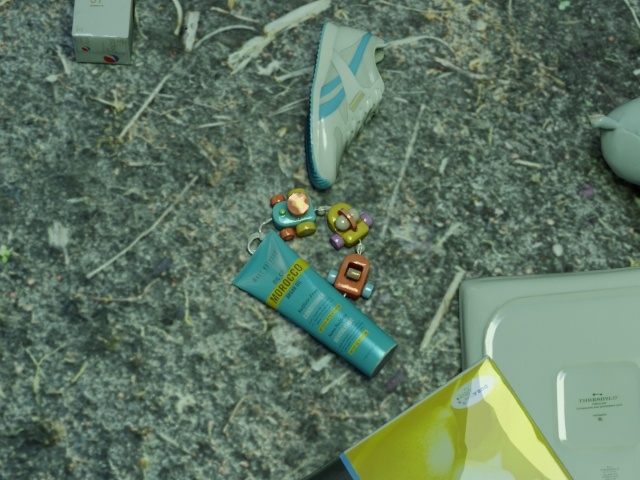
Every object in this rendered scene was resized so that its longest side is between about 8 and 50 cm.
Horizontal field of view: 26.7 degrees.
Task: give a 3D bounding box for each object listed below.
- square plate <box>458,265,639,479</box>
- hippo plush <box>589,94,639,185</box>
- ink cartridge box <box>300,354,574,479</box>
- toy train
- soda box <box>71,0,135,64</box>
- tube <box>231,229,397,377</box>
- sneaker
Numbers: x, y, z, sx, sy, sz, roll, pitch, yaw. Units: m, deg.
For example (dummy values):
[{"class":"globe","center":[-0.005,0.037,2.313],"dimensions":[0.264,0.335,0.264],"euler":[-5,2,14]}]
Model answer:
[{"class":"square plate","center":[0.317,0.187,1.489],"dimensions":[0.347,0.049,0.344],"euler":[-6,69,22]},{"class":"hippo plush","center":[0.466,-0.088,1.657],"dimensions":[0.294,0.234,0.236],"euler":[-50,52,20]},{"class":"ink cartridge box","center":[0.139,0.331,1.421],"dimensions":[0.303,0.072,0.307],"euler":[-34,70,0]},{"class":"toy train","center":[0.000,0.000,1.634],"dimensions":[0.166,0.046,0.125],"euler":[24,67,6]},{"class":"soda box","center":[-0.277,-0.338,1.747],"dimensions":[0.074,0.069,0.216],"euler":[2,66,-4]},{"class":"tube","center":[-0.003,0.080,1.599],"dimensions":[0.207,0.052,0.080],"euler":[37,87,14]},{"class":"sneaker","center":[0.030,-0.170,1.690],"dimensions":[0.092,0.087,0.229],"euler":[10,68,-2]}]
